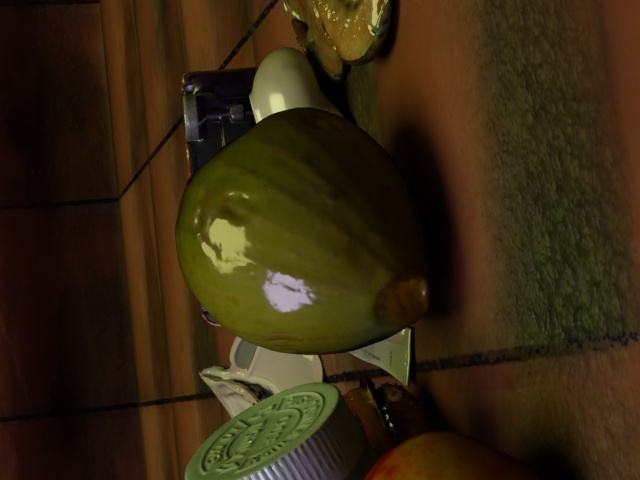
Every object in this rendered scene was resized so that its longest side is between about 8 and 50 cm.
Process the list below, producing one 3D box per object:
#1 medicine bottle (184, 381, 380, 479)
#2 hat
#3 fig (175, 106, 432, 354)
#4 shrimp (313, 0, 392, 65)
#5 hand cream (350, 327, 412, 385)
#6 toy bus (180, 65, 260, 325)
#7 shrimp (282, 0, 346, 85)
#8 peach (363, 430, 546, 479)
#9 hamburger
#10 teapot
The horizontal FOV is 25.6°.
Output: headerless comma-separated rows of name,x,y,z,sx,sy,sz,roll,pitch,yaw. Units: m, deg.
medicine bottle,0.023,0.298,1.249,0.318,0.158,0.158,60,170,-15
hat,-0.052,0.222,1.847,0.226,0.164,0.219,-37,52,24
fig,0.000,0.000,1.347,0.271,0.239,0.239,27,126,35
shrimp,0.027,-0.292,1.479,0.251,0.052,0.144,63,143,37
hand cream,0.052,0.106,1.523,0.052,0.038,0.216,64,163,-16
toy bus,-0.101,-0.053,1.828,0.153,0.143,0.329,146,118,-83
shrimp,-0.011,-0.261,1.635,0.236,0.053,0.133,-123,11,-52
peach,0.104,0.258,1.101,0.197,0.197,0.197,175,90,-74
hamburger,0.072,0.217,1.375,0.166,0.087,0.137,-114,24,-52
teapot,-0.033,-0.156,1.632,0.226,0.092,0.145,-112,9,-49
